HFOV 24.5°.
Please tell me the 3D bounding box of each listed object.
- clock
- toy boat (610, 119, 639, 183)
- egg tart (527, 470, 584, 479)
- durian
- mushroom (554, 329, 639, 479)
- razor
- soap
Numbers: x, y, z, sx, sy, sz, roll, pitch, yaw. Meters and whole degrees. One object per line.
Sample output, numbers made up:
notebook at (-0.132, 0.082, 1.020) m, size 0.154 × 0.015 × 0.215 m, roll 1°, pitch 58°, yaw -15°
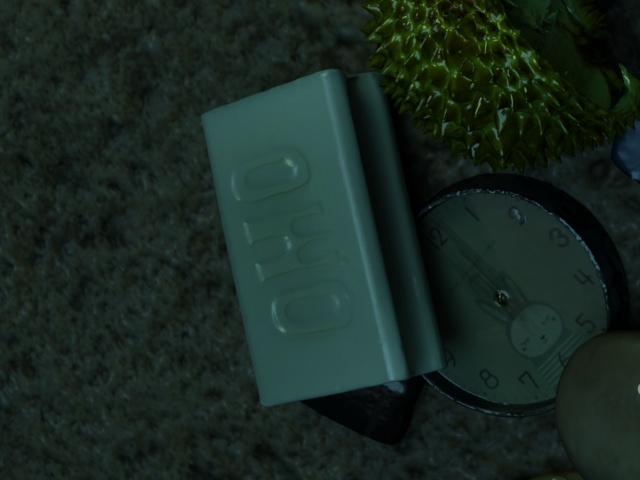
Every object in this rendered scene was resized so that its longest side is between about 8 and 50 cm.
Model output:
clock at (0.157, 0.050, 1.274) m, size 0.215 × 0.042 × 0.215 m, roll 9°, pitch 110°, yaw 26°
toy boat at (0.365, -0.036, 1.121) m, size 0.299 × 0.062 × 0.096 m, roll 24°, pitch 116°, yaw 20°
egg tart at (0.219, 0.392, 1.261) m, size 0.388 × 0.169 × 0.388 m, roll 4°, pitch 97°, yaw 36°
durian at (0.134, -0.158, 1.122) m, size 0.237 × 0.200 × 0.176 m, roll 59°, pitch 146°, yaw 1°
mushroom at (0.295, 0.135, 1.157) m, size 0.204 × 0.204 × 0.204 m, roll 9°, pitch 110°, yaw 26°
razor at (0.021, 0.124, 1.364) m, size 0.148 × 0.054 × 0.090 m, roll 25°, pitch 113°, yaw 19°
soap at (0.000, 0.000, 1.275) m, size 0.160 × 0.087 × 0.265 m, roll -15°, pitch 85°, yaw 36°
